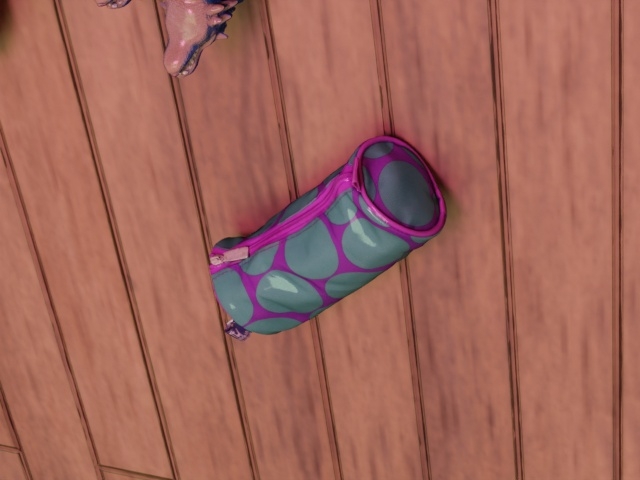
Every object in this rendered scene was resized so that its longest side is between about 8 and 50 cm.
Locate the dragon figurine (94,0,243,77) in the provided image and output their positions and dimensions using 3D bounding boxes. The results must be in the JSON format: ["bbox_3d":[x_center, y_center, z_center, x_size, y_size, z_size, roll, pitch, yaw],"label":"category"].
[{"bbox_3d":[-0.056,-0.199,0.829,0.085,0.144,0.289,24,118,5],"label":"dragon figurine"}]

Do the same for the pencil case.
[{"bbox_3d":[0.000,0.000,1.013,0.070,0.065,0.151,20,143,-32],"label":"pencil case"}]
